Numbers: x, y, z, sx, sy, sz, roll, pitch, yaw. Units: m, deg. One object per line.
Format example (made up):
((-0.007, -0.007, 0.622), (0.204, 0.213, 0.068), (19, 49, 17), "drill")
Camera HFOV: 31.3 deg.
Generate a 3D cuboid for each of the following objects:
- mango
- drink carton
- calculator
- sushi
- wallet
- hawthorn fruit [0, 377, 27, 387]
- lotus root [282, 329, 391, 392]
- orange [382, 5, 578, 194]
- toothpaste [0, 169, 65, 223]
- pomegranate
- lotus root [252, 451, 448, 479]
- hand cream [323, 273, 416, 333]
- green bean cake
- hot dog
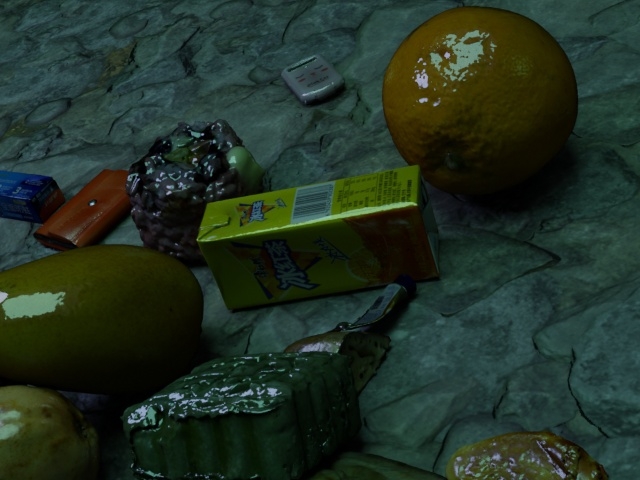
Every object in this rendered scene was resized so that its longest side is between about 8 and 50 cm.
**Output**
((-0.343, 0.117, 1.666), (0.378, 0.221, 0.264), (-1, 11, -30), "mango")
((0.000, 0.000, 1.781), (0.352, 0.154, 0.111), (-10, 37, 14), "drink carton")
((-0.016, -0.329, 2.320), (0.100, 0.032, 0.175), (-26, 36, -7), "calculator")
((-0.210, -0.099, 2.001), (0.237, 0.170, 0.270), (-8, 33, 18), "sushi")
((-0.432, -0.058, 2.163), (0.142, 0.045, 0.204), (14, 49, 38), "wallet")
((-0.567, 0.213, 1.754), (0.208, 0.208, 0.248), (-43, 30, -28), "hawthorn fruit")
((0.009, 0.170, 1.615), (0.135, 0.095, 0.159), (-5, 33, 26), "lotus root")
((0.251, -0.222, 1.821), (0.312, 0.312, 0.312), (-13, 36, 10), "orange")
((-0.660, -0.097, 2.309), (0.321, 0.066, 0.076), (8, 45, 35), "toothpaste")
((-0.404, 0.297, 1.558), (0.207, 0.207, 0.207), (-13, 36, 10), "pomegranate")
((0.020, 0.345, 1.345), (0.210, 0.141, 0.314), (-10, 6, -32), "lotus root")
((0.079, 0.102, 1.690), (0.163, 0.039, 0.062), (-33, 13, -34), "hand cream")
((-0.097, 0.228, 1.458), (0.241, 0.132, 0.255), (-6, 5, 28), "green bean cake")
((0.261, 0.308, 1.266), (0.153, 0.150, 0.256), (-34, 36, -3), "hot dog")
